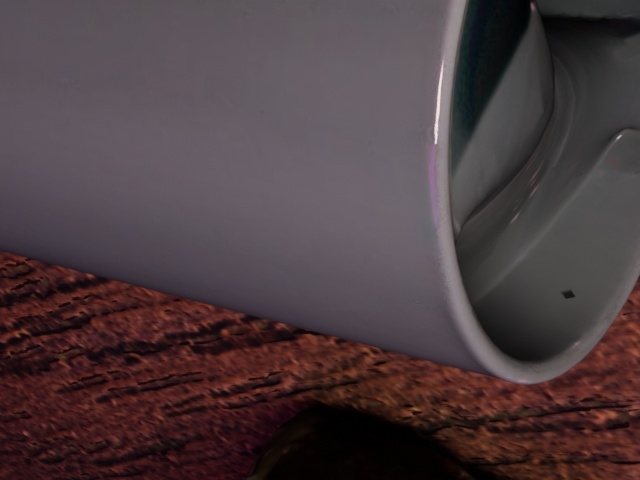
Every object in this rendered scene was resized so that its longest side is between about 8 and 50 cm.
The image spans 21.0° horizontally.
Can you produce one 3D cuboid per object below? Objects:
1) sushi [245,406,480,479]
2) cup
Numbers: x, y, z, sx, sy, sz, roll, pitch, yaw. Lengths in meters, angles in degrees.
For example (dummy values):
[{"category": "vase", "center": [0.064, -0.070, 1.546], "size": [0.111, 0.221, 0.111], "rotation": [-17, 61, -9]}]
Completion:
[{"category": "sushi", "center": [0.048, 0.287, 1.015], "size": [0.294, 0.299, 0.281], "rotation": [25, 164, 5]}, {"category": "cup", "center": [-0.037, -0.077, 0.648], "size": [0.312, 0.205, 0.205], "rotation": [11, 144, 30]}]
